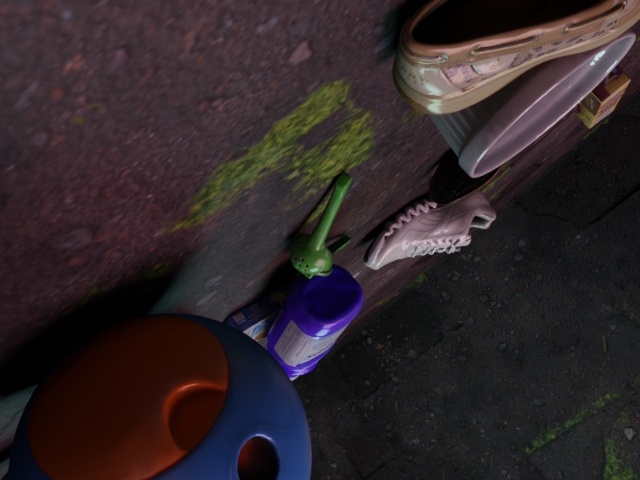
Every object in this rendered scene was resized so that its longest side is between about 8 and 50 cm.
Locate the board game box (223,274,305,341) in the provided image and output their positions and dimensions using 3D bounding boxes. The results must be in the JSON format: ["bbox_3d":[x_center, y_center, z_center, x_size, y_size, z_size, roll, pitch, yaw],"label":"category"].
[{"bbox_3d":[-0.088,0.126,1.134,0.201,0.035,0.136,-28,164,-39],"label":"board game box"}]

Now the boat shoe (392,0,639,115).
[{"bbox_3d":[0.189,-0.204,0.556,0.285,0.105,0.089,-35,164,-3],"label":"boat shoe"}]

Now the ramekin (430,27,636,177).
[{"bbox_3d":[0.201,-0.172,0.699,0.207,0.109,0.207,-35,168,-9],"label":"ramekin"}]

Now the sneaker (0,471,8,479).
[{"bbox_3d":[-0.318,0.275,0.928,0.108,0.100,0.271,-15,-168,47],"label":"sneaker"}]

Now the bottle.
[{"bbox_3d":[-0.025,0.145,1.079,0.118,0.092,0.283,-32,164,-33],"label":"bottle"}]

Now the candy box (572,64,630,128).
[{"bbox_3d":[0.388,-0.236,1.004,0.053,0.109,0.186,-40,168,13],"label":"candy box"}]

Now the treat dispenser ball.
[{"bbox_3d":[-0.152,0.216,0.677,0.288,0.288,0.288,-36,168,-9],"label":"treat dispenser ball"}]

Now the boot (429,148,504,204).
[{"bbox_3d":[0.271,-0.139,1.090,0.219,0.082,0.106,-46,163,26],"label":"boot"}]

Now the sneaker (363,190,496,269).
[{"bbox_3d":[0.209,-0.020,1.272,0.292,0.118,0.110,-32,168,-22],"label":"sneaker"}]

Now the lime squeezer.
[{"bbox_3d":[0.000,0.000,0.930,0.310,0.058,0.110,77,33,-76],"label":"lime squeezer"}]
